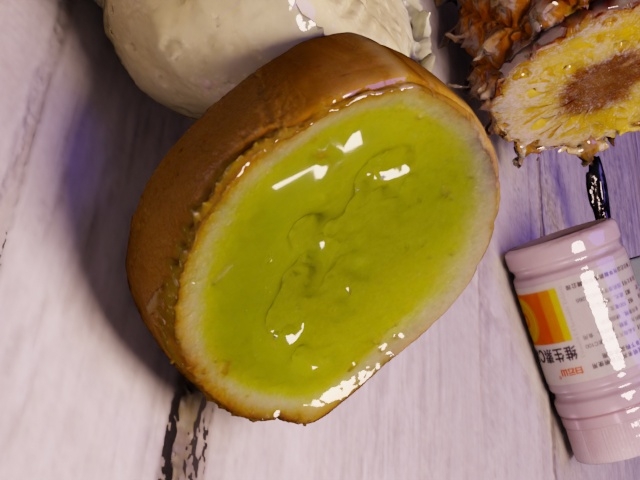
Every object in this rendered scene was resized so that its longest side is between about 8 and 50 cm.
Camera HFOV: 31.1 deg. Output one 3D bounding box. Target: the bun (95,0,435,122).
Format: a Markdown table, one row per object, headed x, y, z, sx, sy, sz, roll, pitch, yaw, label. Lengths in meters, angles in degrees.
| x | y | z | sx | sy | sz | roll | pitch | yaw | label |
| --- | --- | --- | --- | --- | --- | --- | --- | --- | --- |
| -0.047 | -0.158 | 0.745 | 0.259 | 0.152 | 0.259 | 42 | 30 | -31 | bun |

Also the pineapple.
| x | y | z | sx | sy | sz | roll | pitch | yaw | label |
| --- | --- | --- | --- | --- | --- | --- | --- | --- | --- |
| 0.295 | -0.278 | 1.318 | 0.352 | 0.352 | 0.300 | 39 | 31 | -48 | pineapple |

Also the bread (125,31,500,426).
| x | y | z | sx | sy | sz | roll | pitch | yaw | label |
| --- | --- | --- | --- | --- | --- | --- | --- | --- | --- |
| 0.000 | 0.000 | 0.665 | 0.236 | 0.236 | 0.070 | 40 | 4 | -47 | bread |

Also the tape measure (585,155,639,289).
| x | y | z | sx | sy | sz | roll | pitch | yaw | label |
| --- | --- | --- | --- | --- | --- | --- | --- | --- | --- |
| 0.424 | 0.057 | 1.580 | 0.215 | 0.098 | 0.351 | -10 | 85 | -62 | tape measure |

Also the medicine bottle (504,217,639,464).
| x | y | z | sx | sy | sz | roll | pitch | yaw | label |
| --- | --- | --- | --- | --- | --- | --- | --- | --- | --- |
| 0.304 | 0.110 | 1.278 | 0.133 | 0.133 | 0.249 | -22 | 93 | -64 | medicine bottle |
